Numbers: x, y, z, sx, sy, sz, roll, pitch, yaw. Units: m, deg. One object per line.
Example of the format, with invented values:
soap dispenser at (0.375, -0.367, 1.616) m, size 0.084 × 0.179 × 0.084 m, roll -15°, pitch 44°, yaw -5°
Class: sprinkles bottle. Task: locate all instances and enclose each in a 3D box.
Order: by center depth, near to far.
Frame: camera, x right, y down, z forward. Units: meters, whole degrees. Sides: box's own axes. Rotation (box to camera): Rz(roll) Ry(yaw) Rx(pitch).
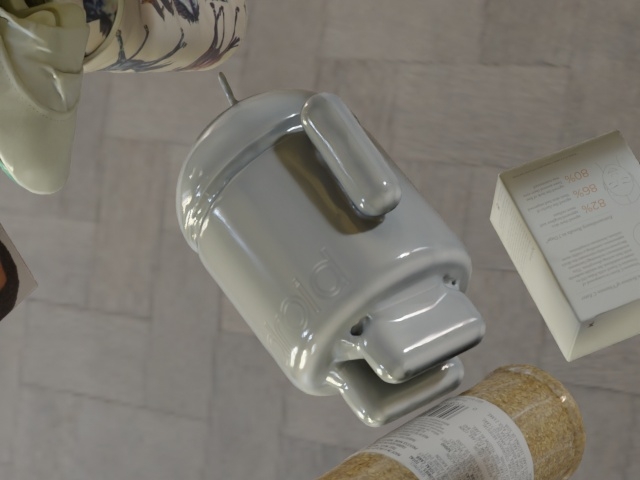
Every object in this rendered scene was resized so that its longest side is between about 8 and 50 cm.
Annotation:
sprinkles bottle at (0.081, 0.212, 1.427) m, size 0.121 × 0.355 × 0.121 m, roll 16°, pitch 116°, yaw 36°

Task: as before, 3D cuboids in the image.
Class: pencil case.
pencil case at (-0.243, -0.309, 2.238) m, size 0.160 × 0.410 × 0.183 m, roll -16°, pitch 90°, yaw 22°

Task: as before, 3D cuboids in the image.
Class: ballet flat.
ballet flat at (-0.302, -0.247, 1.698) m, size 0.139 × 0.139 × 0.400 m, roll -17°, pitch 90°, yaw 34°

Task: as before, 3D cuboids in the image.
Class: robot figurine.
robot figurine at (0.000, 0.000, 1.588) m, size 0.353 × 0.200 × 0.300 m, roll 51°, pitch 143°, yaw 26°

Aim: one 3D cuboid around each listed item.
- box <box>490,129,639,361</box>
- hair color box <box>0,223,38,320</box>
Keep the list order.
box at (0.255, 0.004, 1.615) m, size 0.130 × 0.091 × 0.170 m, roll -20°, pitch 65°, yaw -11°
hair color box at (-0.195, -0.014, 0.781) m, size 0.043 × 0.072 × 0.141 m, roll 5°, pitch 132°, yaw 44°
